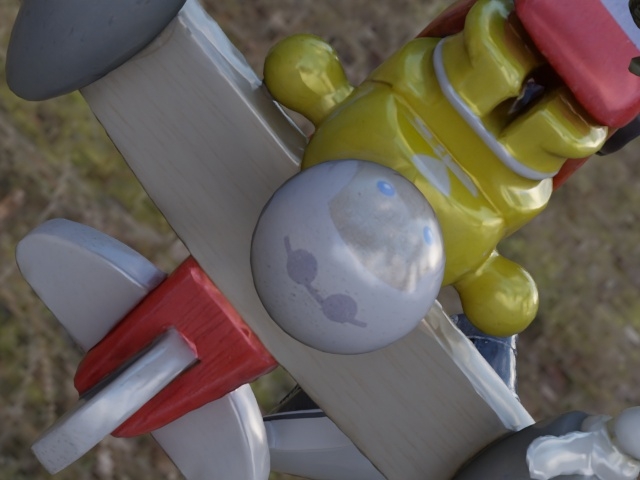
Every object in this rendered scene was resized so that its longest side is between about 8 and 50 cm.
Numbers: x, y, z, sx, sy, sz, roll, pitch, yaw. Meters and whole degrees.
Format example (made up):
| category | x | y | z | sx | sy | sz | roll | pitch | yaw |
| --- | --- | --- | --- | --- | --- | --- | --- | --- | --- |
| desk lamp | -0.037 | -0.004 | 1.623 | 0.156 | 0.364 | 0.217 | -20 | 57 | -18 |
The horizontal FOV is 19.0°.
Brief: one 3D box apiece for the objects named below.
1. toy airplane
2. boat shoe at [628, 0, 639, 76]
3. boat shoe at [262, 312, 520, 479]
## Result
| category | x | y | z | sx | sy | sz | roll | pitch | yaw |
| --- | --- | --- | --- | --- | --- | --- | --- | --- | --- |
| toy airplane | 0.000 | 0.000 | 0.933 | 0.386 | 0.385 | 0.272 | 8 | 12 | 5 |
| boat shoe | 0.083 | -0.100 | 0.543 | 0.285 | 0.089 | 0.104 | 29 | 22 | 20 |
| boat shoe | 0.042 | 0.115 | 1.422 | 0.108 | 0.301 | 0.102 | 20 | 66 | -25 |
